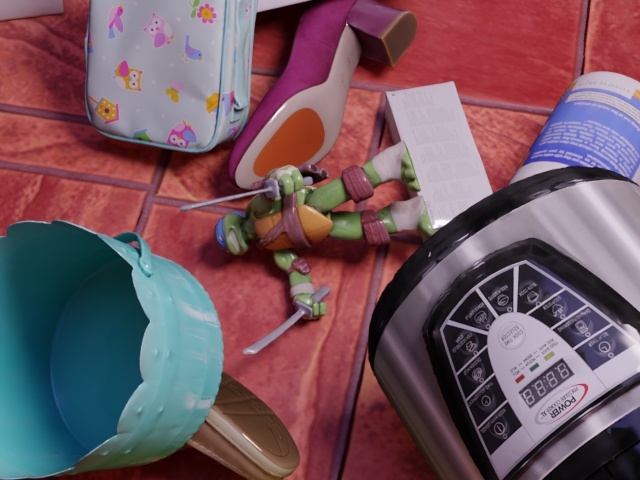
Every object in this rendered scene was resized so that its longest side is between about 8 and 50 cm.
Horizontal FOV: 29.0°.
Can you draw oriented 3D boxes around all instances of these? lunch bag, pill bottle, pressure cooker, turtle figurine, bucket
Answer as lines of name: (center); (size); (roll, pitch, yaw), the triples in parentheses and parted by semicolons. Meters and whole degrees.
lunch bag: (-0.193, -0.255, 1.645); (0.224, 0.279, 0.108); (10, 18, 16)
pill bottle: (0.328, -0.074, 1.576); (0.152, 0.152, 0.272); (25, 58, 17)
pressure cooker: (0.293, 0.176, 1.268); (0.375, 0.370, 0.420); (-17, 57, -24)
turtle figurine: (0.000, 0.000, 1.487); (0.266, 0.275, 0.198); (-18, 95, 5)
bucket: (-0.250, 0.118, 1.307); (0.281, 0.183, 0.281); (-5, 79, 26)

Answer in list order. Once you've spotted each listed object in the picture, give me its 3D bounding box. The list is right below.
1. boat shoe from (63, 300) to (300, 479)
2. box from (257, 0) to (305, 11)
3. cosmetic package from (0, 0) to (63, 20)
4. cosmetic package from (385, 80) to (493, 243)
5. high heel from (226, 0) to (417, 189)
boat shoe: (-0.172, 0.191, 1.428); (0.341, 0.121, 0.110); (33, 99, 26)
box: (-0.016, -0.398, 1.800); (0.321, 0.059, 0.232); (-14, 22, -11)
cosmetic package: (-0.514, -0.449, 1.860); (0.224, 0.138, 0.224); (-9, 55, -7)
cosmetic package: (0.159, -0.100, 1.651); (0.098, 0.060, 0.239); (-8, 55, -7)
high heel: (-0.039, -0.215, 1.723); (0.181, 0.127, 0.377); (23, 55, 36)
